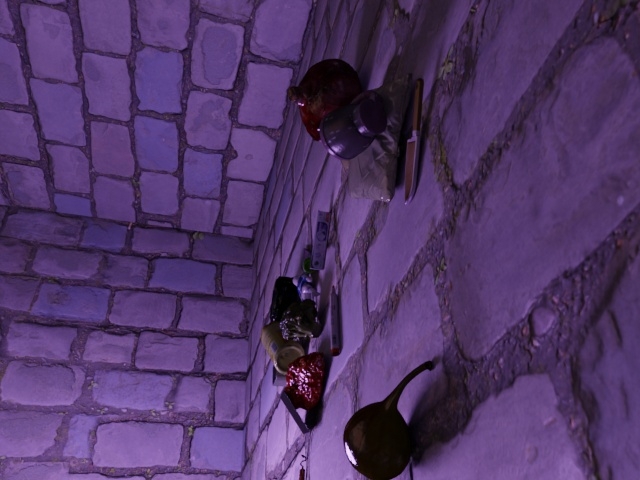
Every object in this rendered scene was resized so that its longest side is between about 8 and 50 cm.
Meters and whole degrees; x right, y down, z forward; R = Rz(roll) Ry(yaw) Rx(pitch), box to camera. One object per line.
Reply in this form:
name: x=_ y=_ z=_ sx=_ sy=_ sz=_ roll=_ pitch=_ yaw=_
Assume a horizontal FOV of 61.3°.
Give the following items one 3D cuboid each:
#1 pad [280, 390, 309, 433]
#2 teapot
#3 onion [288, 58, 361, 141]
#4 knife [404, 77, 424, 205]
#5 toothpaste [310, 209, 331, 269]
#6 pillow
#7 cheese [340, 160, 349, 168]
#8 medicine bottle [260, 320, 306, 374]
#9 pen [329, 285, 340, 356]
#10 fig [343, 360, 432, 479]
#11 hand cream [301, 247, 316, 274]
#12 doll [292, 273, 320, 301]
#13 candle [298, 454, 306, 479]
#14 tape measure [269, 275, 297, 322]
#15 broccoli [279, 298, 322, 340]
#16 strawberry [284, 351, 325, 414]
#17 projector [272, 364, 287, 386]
pad: x=-0.082 y=0.532 z=1.664 sx=0.143 sy=0.003 sz=0.211 roll=55 pitch=162 yaw=13
teapot: x=0.087 y=-0.256 z=1.192 sx=0.146 sy=0.148 sz=0.116 roll=-20 pitch=106 yaw=52
onion: x=0.007 y=-0.422 z=1.617 sx=0.252 sy=0.219 sz=0.252 roll=-177 pitch=90 yaw=-69
knife: x=0.192 y=-0.199 z=1.102 sx=0.046 sy=0.022 sz=0.255 roll=-166 pitch=80 yaw=-70
toothpaste: x=0.000 y=0.000 z=1.790 sx=0.040 sy=0.047 sz=0.196 roll=8 pitch=-90 yaw=-88
pillow: x=0.129 y=-0.235 z=1.284 sx=0.274 sy=0.076 sz=0.280 roll=-155 pitch=73 yaw=-75
cheese: x=0.083 y=-0.215 z=1.460 sx=0.097 sy=0.038 sz=0.192 roll=-49 pitch=-36 yaw=-41
medicine bottle: x=-0.136 y=0.374 z=1.925 sx=0.239 sy=0.124 sz=0.124 roll=-140 pitch=58 yaw=-67
pen: x=0.039 y=0.221 z=1.519 sx=0.026 sy=0.026 sz=0.218 roll=114 pitch=159 yaw=-52
fig: x=0.124 y=0.305 z=0.934 sx=0.124 sy=0.124 sz=0.236 roll=-112 pitch=44 yaw=-66
hand cream: x=-0.051 y=0.081 z=1.976 sx=0.079 sy=0.050 sz=0.275 roll=-57 pitch=8 yaw=-1
doll: x=-0.049 y=0.165 z=1.878 sx=0.227 sy=0.057 sz=0.113 roll=-130 pitch=43 yaw=-61
candle: x=-0.056 y=0.738 z=1.633 sx=0.026 sy=0.021 sz=0.167 roll=70 pitch=-158 yaw=-72
tape measure: x=-0.139 y=0.258 z=2.096 sx=0.186 sy=0.112 sz=0.199 roll=-89 pitch=7 yaw=-56
broccoli: x=-0.063 y=0.254 z=1.704 sx=0.145 sy=0.138 sz=0.162 roll=-53 pitch=-32 yaw=-15
strawberry: x=-0.047 y=0.419 z=1.606 sx=0.228 sy=0.098 sz=0.174 roll=119 pitch=154 yaw=-62
projector: x=-0.128 y=0.482 z=1.961 sx=0.083 sy=0.082 sz=0.083 roll=115 pitch=159 yaw=-51
